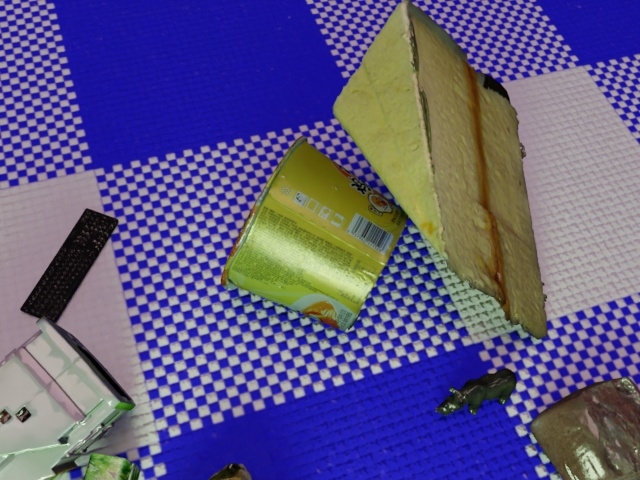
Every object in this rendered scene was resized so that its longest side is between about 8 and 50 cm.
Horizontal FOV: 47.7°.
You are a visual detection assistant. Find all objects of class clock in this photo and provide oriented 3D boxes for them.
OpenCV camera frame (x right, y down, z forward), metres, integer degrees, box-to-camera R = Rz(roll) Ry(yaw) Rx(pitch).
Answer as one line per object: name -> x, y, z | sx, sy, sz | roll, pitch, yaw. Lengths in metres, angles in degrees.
clock -> -0.394, 0.263, 0.892 | 0.309, 0.235, 0.166 | -41, 86, -16

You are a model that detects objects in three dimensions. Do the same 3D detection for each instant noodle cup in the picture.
instant noodle cup -> 0.000, 0.000, 1.087 | 0.200, 0.264, 0.264 | 28, 59, 1

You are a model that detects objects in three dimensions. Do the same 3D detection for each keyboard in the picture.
keyboard -> -0.396, 0.036, 1.151 | 0.061, 0.013, 0.204 | 20, 58, 6

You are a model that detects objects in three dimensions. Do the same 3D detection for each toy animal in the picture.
toy animal -> 0.228, 0.226, 1.067 | 0.136, 0.065, 0.047 | -14, 60, -13

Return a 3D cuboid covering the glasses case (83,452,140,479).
glasses case -> -0.284, 0.410, 0.884 | 0.062, 0.095, 0.272 | 11, 58, -5

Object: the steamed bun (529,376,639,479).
steamed bun -> 0.405, 0.277, 1.030 | 0.175, 0.106, 0.144 | -20, 62, -20

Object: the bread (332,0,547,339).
bread -> 0.242, -0.094, 1.095 | 0.242, 0.346, 0.405 | -47, 56, 20

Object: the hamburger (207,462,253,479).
hamburger -> -0.140, 0.398, 0.906 | 0.208, 0.135, 0.155 | -38, 52, -10
